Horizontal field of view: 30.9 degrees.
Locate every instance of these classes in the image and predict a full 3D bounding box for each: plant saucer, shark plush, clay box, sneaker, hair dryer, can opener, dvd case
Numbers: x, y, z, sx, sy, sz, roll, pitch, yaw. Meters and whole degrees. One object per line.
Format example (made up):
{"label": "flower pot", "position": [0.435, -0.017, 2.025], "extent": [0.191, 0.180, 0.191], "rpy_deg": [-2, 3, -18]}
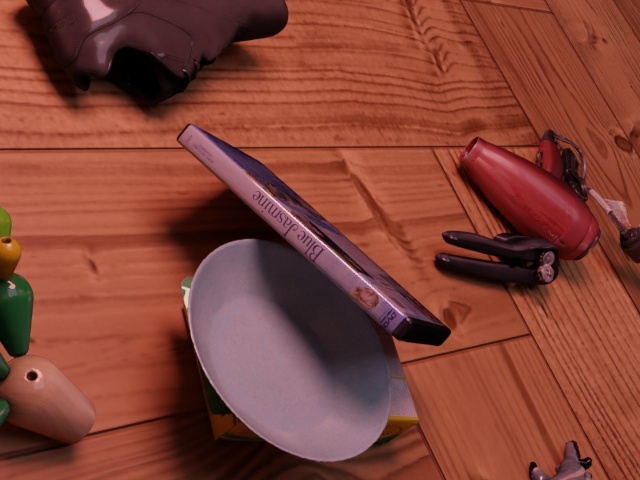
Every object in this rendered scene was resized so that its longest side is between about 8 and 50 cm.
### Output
{"label": "plant saucer", "position": [-0.030, 0.090, 0.910], "extent": [0.195, 0.037, 0.195], "rpy_deg": [26, 42, -26]}
{"label": "shark plush", "position": [0.233, 0.233, 1.133], "extent": [0.067, 0.073, 0.161], "rpy_deg": [23, 40, 15]}
{"label": "clay box", "position": [-0.026, 0.103, 0.978], "extent": [0.222, 0.053, 0.127], "rpy_deg": [9, 53, -39]}
{"label": "sneaker", "position": [-0.140, -0.192, 1.092], "extent": [0.286, 0.109, 0.130], "rpy_deg": [-11, 76, -42]}
{"label": "hair dryer", "position": [0.274, -0.062, 1.431], "extent": [0.293, 0.080, 0.224], "rpy_deg": [16, 33, -44]}
{"label": "can opener", "position": [0.197, 0.021, 1.284], "extent": [0.186, 0.073, 0.059], "rpy_deg": [3, 96, -41]}
{"label": "dvd case", "position": [0.000, 0.000, 1.000], "extent": [0.253, 0.022, 0.180], "rpy_deg": [41, 5, 17]}

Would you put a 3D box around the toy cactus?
{"label": "toy cactus", "position": [-0.229, 0.087, 0.769], "extent": [0.180, 0.112, 0.219], "rpy_deg": [45, 30, -39]}
